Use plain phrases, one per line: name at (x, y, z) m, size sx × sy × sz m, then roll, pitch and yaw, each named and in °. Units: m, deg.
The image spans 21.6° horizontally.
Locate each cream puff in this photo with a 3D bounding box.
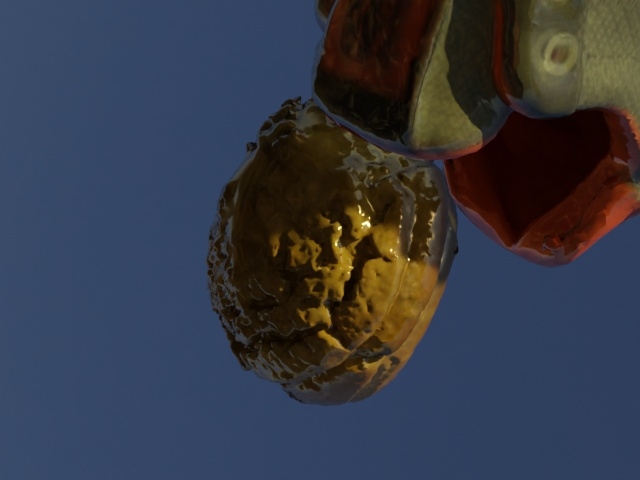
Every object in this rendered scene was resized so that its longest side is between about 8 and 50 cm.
cream puff at (0.000, 0.000, 0.985) m, size 0.189 × 0.129 × 0.189 m, roll -48°, pitch -148°, yaw 45°

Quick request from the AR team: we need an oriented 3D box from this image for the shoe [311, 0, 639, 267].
shoe at (0.050, -0.110, 0.512) m, size 0.132 × 0.336 × 0.171 m, roll 24°, pitch -117°, yaw 33°
